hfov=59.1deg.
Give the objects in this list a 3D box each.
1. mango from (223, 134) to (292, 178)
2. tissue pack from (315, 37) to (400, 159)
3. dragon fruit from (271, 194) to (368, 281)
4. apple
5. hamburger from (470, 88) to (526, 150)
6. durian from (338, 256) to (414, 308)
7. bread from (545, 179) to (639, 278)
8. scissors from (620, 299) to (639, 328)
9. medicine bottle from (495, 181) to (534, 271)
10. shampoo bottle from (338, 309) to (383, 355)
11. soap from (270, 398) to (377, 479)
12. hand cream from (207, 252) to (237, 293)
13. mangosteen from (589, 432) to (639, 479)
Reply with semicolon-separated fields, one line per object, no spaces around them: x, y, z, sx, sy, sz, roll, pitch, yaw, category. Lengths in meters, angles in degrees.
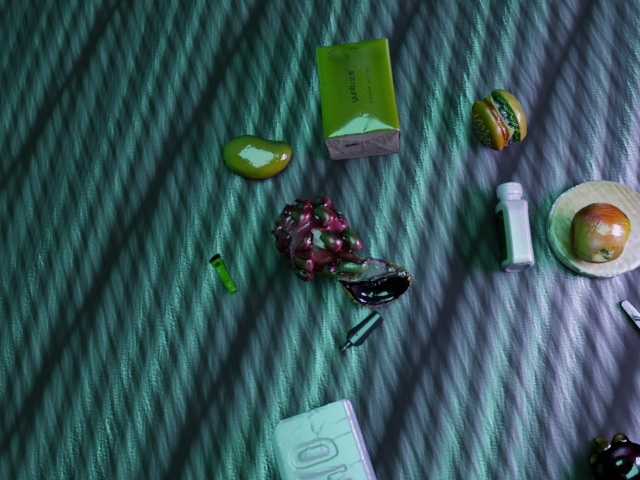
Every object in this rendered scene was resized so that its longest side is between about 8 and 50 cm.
-0.180;-0.233;1.583;0.191;0.085;0.122;10;74;11;mango
0.103;-0.382;1.541;0.201;0.167;0.274;-6;74;6;tissue pack
-0.009;-0.004;1.414;0.198;0.273;0.218;25;83;-23;dragon fruit
0.667;-0.018;1.342;0.147;0.146;0.146;-2;75;7;apple
0.468;-0.316;1.486;0.115;0.162;0.161;-27;74;5;hamburger
0.140;0.100;1.462;0.187;0.118;0.108;-10;37;2;durian
0.709;-0.030;1.434;0.267;0.040;0.266;-2;75;8;bread
0.832;0.273;1.346;0.160;0.024;0.317;-36;74;-2;scissors
0.487;-0.035;1.426;0.078;0.115;0.219;-4;75;8;medicine bottle
0.102;0.238;1.451;0.137;0.027;0.048;-42;72;-4;shampoo bottle
0.025;0.572;1.329;0.208;0.115;0.346;-19;74;3;soap
-0.265;0.091;1.542;0.036;0.023;0.122;-34;70;2;hand cream
0.673;0.502;1.266;0.137;0.137;0.151;-26;40;0;mangosteen
